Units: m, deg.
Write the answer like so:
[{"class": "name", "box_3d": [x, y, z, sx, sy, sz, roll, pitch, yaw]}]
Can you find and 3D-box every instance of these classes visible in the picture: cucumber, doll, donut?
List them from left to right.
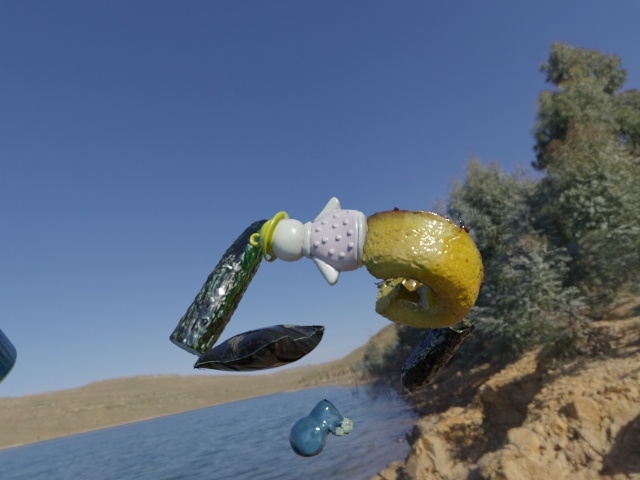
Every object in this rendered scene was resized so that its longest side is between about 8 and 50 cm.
[{"class": "cucumber", "box_3d": [-0.146, 0.057, 0.713, 0.067, 0.294, 0.068, 16, -38, 13]}, {"class": "doll", "box_3d": [-0.008, 0.263, 0.594, 0.083, 0.050, 0.076, -38, 12, -23]}, {"class": "doll", "box_3d": [0.000, 0.000, 0.597, 0.207, 0.129, 0.081, 1, -18, 9]}, {"class": "donut", "box_3d": [0.126, 0.047, 0.522, 0.146, 0.078, 0.181, 8, -43, 20]}, {"class": "cucumber", "box_3d": [0.177, 0.178, 0.664, 0.053, 0.053, 0.182, 2, -53, -35]}]

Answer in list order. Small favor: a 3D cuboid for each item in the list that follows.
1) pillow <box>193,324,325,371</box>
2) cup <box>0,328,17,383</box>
[{"class": "pillow", "box_3d": [-0.073, 0.134, 0.516, 0.150, 0.048, 0.090, -25, -36, 35]}, {"class": "cup", "box_3d": [-0.442, 0.091, 0.464, 0.131, 0.155, 0.176, -26, 34, -29]}]
